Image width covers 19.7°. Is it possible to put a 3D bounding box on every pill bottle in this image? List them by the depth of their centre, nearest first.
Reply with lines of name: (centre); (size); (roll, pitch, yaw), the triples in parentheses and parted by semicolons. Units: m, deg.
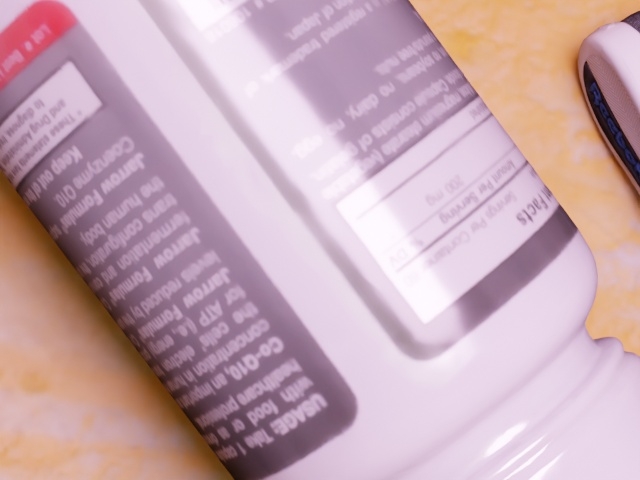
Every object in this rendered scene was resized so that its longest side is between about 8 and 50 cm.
pill bottle: (0.000, 0.000, 0.691); (0.161, 0.161, 0.283); (-37, 92, -11)

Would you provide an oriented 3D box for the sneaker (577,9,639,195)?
sneaker: (0.208, -0.013, 0.770); (0.121, 0.079, 0.217); (-25, 88, -10)
